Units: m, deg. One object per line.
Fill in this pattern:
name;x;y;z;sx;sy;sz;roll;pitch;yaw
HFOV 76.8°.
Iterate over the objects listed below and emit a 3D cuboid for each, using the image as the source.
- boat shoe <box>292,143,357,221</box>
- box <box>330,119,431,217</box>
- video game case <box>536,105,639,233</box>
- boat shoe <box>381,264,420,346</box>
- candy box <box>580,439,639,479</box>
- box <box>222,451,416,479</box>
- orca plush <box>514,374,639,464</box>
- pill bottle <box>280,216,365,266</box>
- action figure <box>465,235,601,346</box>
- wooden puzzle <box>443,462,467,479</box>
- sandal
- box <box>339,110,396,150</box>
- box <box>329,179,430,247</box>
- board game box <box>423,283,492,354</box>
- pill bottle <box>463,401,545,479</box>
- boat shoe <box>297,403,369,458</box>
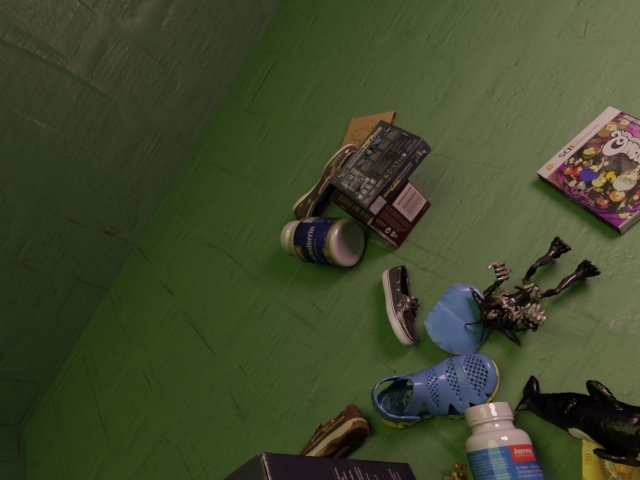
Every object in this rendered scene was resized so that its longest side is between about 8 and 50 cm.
boat shoe;0.035;-0.183;1.429;0.335;0.112;0.095;-49;60;19
box;0.157;-0.200;1.097;0.232;0.059;0.183;-51;43;5
video game case;0.642;-0.160;0.880;0.210;0.042;0.232;-46;44;16
boat shoe;0.224;0.163;1.069;0.076;0.080;0.228;-32;41;28
candy box;0.500;0.423;0.670;0.109;0.053;0.186;-6;62;42
box;-0.065;0.661;0.754;0.480;0.472;0.297;-42;45;16
orca plush;0.479;0.279;0.698;0.287;0.151;0.102;-175;73;-72
pill bottle;0.000;0.000;1.311;0.265;0.153;0.153;4;70;45
action figure;0.424;0.111;0.858;0.276;0.141;0.164;-43;56;14
wooden puzzle;0.286;0.515;0.852;0.049;0.006;0.083;-18;56;35
sandal;0.240;0.339;0.903;0.317;0.138;0.126;-33;46;23
box;0.168;-0.386;1.473;0.201;0.021;0.164;6;71;45
box;0.176;-0.116;1.199;0.167;0.168;0.203;-54;42;4
board game box;0.337;0.190;0.966;0.133;0.033;0.168;37;85;25
pill bottle;0.346;0.429;0.757;0.124;0.124;0.221;-29;51;28
boat shoe;0.017;0.526;1.050;0.257;0.095;0.095;-41;31;10
